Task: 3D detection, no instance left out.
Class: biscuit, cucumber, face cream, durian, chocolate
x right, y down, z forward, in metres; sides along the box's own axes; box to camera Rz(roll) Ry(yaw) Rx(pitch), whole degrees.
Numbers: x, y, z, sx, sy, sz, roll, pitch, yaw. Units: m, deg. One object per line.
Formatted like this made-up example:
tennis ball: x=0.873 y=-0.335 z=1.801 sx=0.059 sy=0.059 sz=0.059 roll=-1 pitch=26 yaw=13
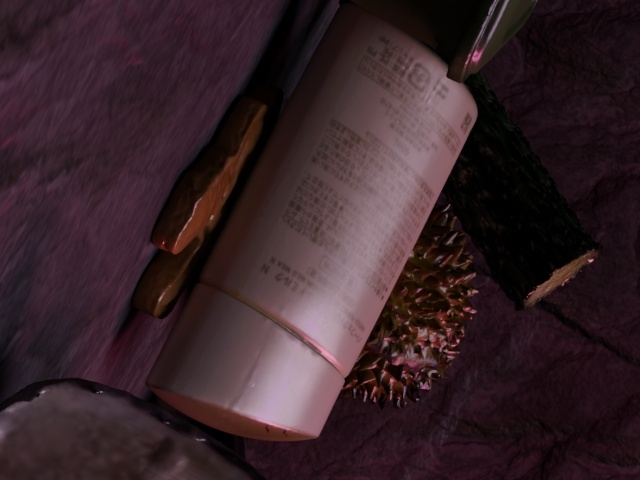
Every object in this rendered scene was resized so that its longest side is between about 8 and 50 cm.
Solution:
biscuit: x=-0.080 y=-0.039 z=1.445 sx=0.236 sy=0.040 sz=0.144 roll=-56 pitch=177 yaw=-48
cucumber: x=0.112 y=-0.112 z=1.620 sx=0.096 sy=0.359 sz=0.096 roll=-31 pitch=168 yaw=-7
face cream: x=0.000 y=0.000 z=1.475 sx=0.081 sy=0.173 sz=0.349 roll=11 pitch=-111 yaw=48
durian: x=0.019 y=0.032 z=1.688 sx=0.258 sy=0.258 sz=0.293 roll=-63 pitch=177 yaw=-19
chocolate: x=-0.167 y=0.227 z=1.055 sx=0.303 sy=0.185 sz=0.100 roll=-63 pitch=-159 yaw=-8

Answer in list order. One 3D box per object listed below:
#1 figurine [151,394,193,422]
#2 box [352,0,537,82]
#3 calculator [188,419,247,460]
figurine: x=-0.140 y=0.167 z=1.775 sx=0.083 sy=0.050 sz=0.047 roll=-66 pitch=170 yaw=14
box: x=0.113 y=-0.278 z=1.459 sx=0.328 sy=0.177 sz=0.253 roll=-43 pitch=156 yaw=-74
calculator: x=-0.102 y=0.189 z=1.813 sx=0.166 sy=0.028 sz=0.274 roll=111 pitch=-19 yaw=-45
